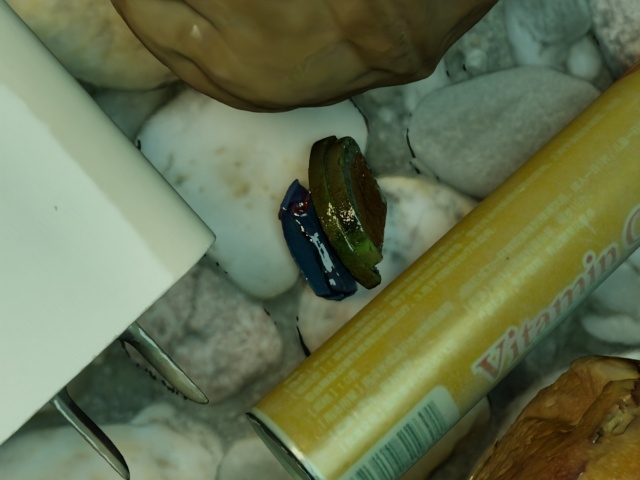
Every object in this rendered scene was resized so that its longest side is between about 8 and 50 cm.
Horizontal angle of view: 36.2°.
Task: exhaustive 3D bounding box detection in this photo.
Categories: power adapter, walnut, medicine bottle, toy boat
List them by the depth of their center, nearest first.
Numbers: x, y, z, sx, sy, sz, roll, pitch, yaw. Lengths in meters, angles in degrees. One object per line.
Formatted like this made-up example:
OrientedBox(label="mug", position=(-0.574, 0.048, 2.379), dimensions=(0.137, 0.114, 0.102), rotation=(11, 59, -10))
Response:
OrientedBox(label="power adapter", position=(-0.166, 0.016, 0.517), dimensions=(0.187, 0.124, 0.255), rotation=(-43, 99, -14))
OrientedBox(label="walnut", position=(-0.005, -0.202, 0.528), dimensions=(0.273, 0.227, 0.273), rotation=(0, 91, -22))
OrientedBox(label="toy boat", position=(0.000, 0.000, 0.620), dimensions=(0.038, 0.038, 0.083), rotation=(-27, 96, -17))
OrientedBox(label="medicine bottle", position=(0.139, 0.001, 0.628), dimensions=(0.426, 0.108, 0.108), rotation=(-40, 99, -15))

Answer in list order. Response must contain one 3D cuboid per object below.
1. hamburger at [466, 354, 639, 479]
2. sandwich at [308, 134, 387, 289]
OrientedBox(label="hamburger", position=(0.166, 0.201, 0.571), dimensions=(0.211, 0.260, 0.245), rotation=(36, 33, 2))
OrientedBox(label="sandwich", position=(0.020, -0.025, 0.612), dimensions=(0.069, 0.026, 0.101), rotation=(46, 30, -32))
